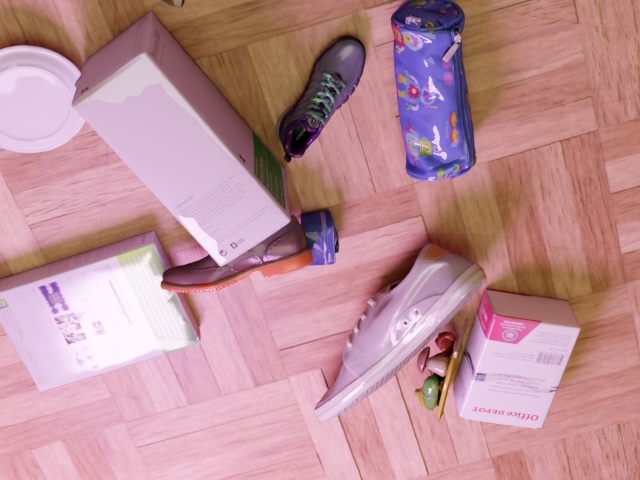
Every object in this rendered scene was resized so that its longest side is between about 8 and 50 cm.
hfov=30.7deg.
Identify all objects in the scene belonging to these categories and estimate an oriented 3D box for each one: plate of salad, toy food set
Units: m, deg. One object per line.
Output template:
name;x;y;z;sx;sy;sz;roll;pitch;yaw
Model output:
plate of salad;-0.476;-0.232;1.897;0.199;0.048;0.200;-7;129;-9
toy food set;0.217;0.237;2.186;0.071;0.128;0.218;16;131;10

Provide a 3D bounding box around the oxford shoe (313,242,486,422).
oxford shoe;0.122;0.169;2.140;0.130;0.169;0.449;45;120;11

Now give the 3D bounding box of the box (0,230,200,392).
box;-0.406;0.132;2.113;0.322;0.058;0.232;-16;120;6

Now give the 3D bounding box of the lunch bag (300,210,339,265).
lunch bag;0.000;0.000;2.059;0.065;0.067;0.098;-5;120;-1

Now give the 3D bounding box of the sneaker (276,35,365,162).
sneaker;0.008;-0.225;1.910;0.083;0.098;0.224;25;116;-18

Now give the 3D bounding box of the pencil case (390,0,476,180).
pencil case;0.188;-0.242;1.898;0.119;0.133;0.306;-27;126;-27

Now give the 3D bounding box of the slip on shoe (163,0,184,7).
slip on shoe;-0.220;-0.428;1.804;0.041;0.051;0.135;17;124;0

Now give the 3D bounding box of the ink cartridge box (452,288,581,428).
ink cartridge box;0.365;0.225;2.201;0.172;0.100;0.237;9;118;-10

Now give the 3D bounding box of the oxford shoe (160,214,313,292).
oxford shoe;-0.153;0.023;2.017;0.271;0.097;0.098;-14;102;5

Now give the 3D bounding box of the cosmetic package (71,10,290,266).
cosmetic package;-0.217;-0.161;1.875;0.155;0.197;0.365;-32;119;14
